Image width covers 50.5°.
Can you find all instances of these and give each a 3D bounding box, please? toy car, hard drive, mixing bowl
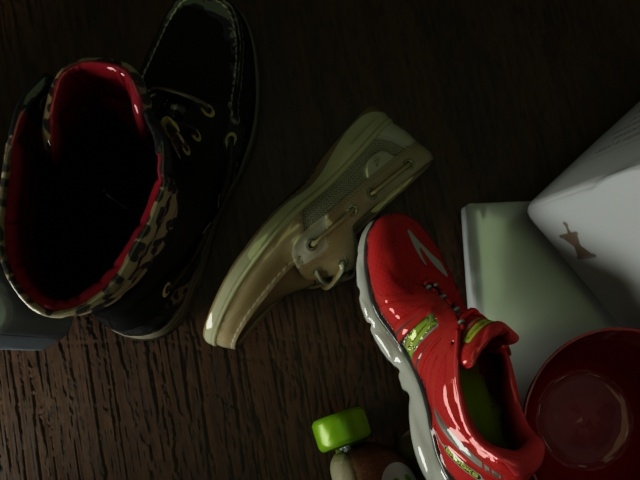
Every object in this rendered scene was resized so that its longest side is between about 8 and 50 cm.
[{"bbox_3d":[0.105,0.220,0.645,0.188,0.149,0.155,-18,73,-4],"label":"toy car"},{"bbox_3d":[0.276,0.134,0.710,0.232,0.047,0.353,-2,83,-1],"label":"hard drive"},{"bbox_3d":[0.262,0.173,0.630,0.181,0.098,0.182,0,82,-2],"label":"mixing bowl"}]

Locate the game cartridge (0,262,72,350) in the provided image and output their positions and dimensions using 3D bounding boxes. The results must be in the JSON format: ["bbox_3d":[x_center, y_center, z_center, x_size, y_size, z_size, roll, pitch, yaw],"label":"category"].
[{"bbox_3d":[-0.351,-0.027,0.645,0.062,0.198,0.297,-37,85,-5],"label":"game cartridge"}]

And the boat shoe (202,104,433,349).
[{"bbox_3d":[0.000,0.000,0.696,0.098,0.109,0.302,38,78,5],"label":"boat shoe"}]

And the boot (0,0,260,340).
[{"bbox_3d":[-0.151,-0.093,0.612,0.138,0.284,0.378,16,83,1],"label":"boot"}]

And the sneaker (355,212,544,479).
[{"bbox_3d":[0.122,0.086,0.607,0.107,0.118,0.279,-6,63,-30],"label":"sneaker"}]

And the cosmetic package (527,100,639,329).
[{"bbox_3d":[0.471,-0.052,0.563,0.393,0.329,0.327,-40,91,-12],"label":"cosmetic package"}]
